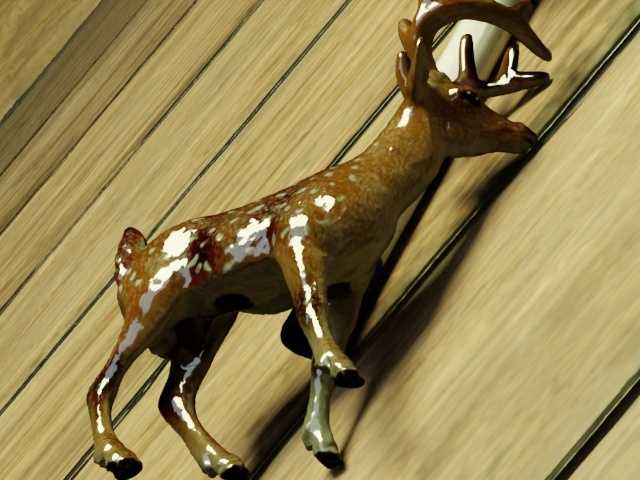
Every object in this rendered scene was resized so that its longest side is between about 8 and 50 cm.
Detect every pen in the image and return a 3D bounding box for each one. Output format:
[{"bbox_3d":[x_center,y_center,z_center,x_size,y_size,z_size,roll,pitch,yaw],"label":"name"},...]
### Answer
[{"bbox_3d":[0.051,-0.048,1.026,0.033,0.033,0.269,-24,31,55],"label":"pen"}]

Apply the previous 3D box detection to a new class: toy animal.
[{"bbox_3d":[-0.007,-0.012,0.935,0.243,0.087,0.260,-13,47,19],"label":"toy animal"}]
